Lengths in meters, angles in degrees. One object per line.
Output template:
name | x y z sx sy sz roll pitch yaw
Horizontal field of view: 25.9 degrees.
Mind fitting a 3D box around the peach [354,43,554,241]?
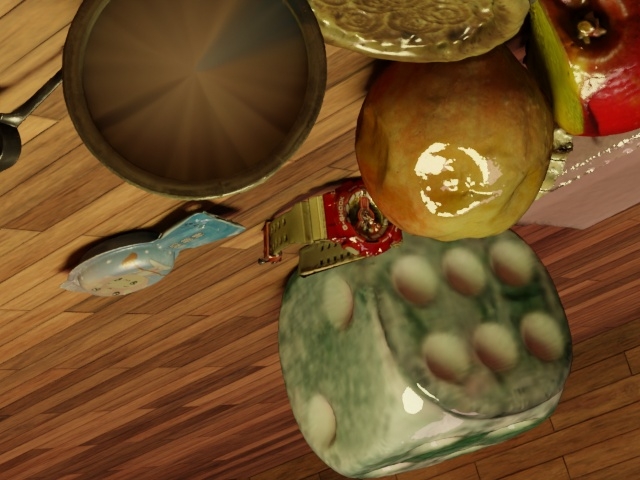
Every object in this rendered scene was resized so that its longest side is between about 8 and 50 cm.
peach | 0.148 -0.117 1.451 0.214 0.214 0.235 -11 147 -18

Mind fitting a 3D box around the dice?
dice | 0.152 0.158 2.100 0.328 0.330 0.348 -7 163 -31

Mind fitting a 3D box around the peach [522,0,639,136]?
peach | 0.301 -0.184 1.432 0.159 0.154 0.267 -18 163 0

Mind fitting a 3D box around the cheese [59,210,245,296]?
cheese | -0.221 0.020 1.769 0.245 0.052 0.135 -23 163 21

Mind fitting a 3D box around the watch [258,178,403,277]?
watch | 0.000 -0.002 1.879 0.165 0.102 0.268 6 162 -38

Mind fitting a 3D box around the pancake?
pancake | 0.075 -0.207 1.225 0.212 0.029 0.235 8 166 1

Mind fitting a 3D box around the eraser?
eraser | 0.404 -0.138 1.754 0.359 0.122 0.272 -27 163 35

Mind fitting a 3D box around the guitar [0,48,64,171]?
guitar | -0.284 -0.109 1.267 0.233 0.088 0.025 -38 156 30

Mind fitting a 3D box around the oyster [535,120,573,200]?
oyster | 0.207 -0.104 1.677 0.072 0.132 0.209 11 -178 -41

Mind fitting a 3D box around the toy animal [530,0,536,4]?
toy animal | 0.217 -0.273 1.166 0.219 0.095 0.155 -6 165 -35

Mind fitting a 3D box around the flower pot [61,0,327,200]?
flower pot | -0.101 -0.128 1.194 0.212 0.212 0.202 -16 176 -2
